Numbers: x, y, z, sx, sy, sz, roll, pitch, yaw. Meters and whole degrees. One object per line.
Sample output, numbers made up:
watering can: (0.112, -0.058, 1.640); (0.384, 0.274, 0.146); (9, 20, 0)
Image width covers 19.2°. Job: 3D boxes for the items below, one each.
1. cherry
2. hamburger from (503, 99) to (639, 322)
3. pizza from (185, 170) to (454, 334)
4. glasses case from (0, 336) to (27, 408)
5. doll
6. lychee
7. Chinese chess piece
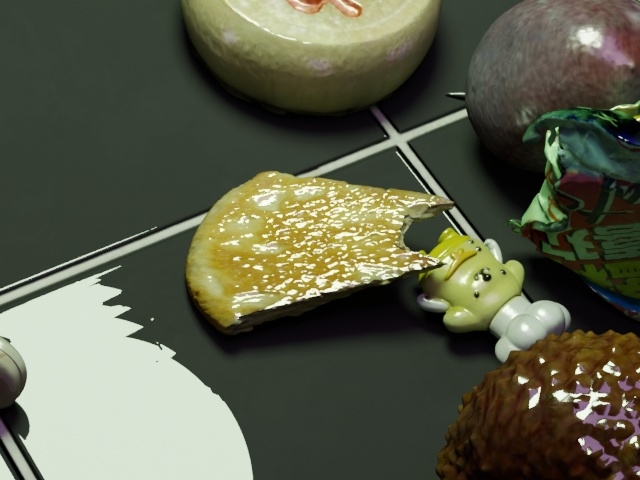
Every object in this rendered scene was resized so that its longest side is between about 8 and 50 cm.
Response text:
cherry: (0.252, -0.156, 1.862); (0.213, 0.266, 0.183); (-18, 94, -20)
hamburger: (0.317, -0.047, 1.738); (0.261, 0.276, 0.150); (23, 62, 11)
pizza: (0.000, 0.000, 1.784); (0.262, 0.034, 0.181); (-10, 49, -2)
glasses case: (-0.351, 0.087, 1.655); (0.204, 0.081, 0.051); (21, 51, 9)
doll: (0.160, 0.056, 1.769); (0.162, 0.062, 0.106); (41, 62, 19)
lychee: (0.242, 0.193, 1.571); (0.268, 0.267, 0.267); (4, 53, -6)
Chinese chess piece: (-0.010, -0.253, 1.947); (0.270, 0.112, 0.270); (5, 53, -7)
